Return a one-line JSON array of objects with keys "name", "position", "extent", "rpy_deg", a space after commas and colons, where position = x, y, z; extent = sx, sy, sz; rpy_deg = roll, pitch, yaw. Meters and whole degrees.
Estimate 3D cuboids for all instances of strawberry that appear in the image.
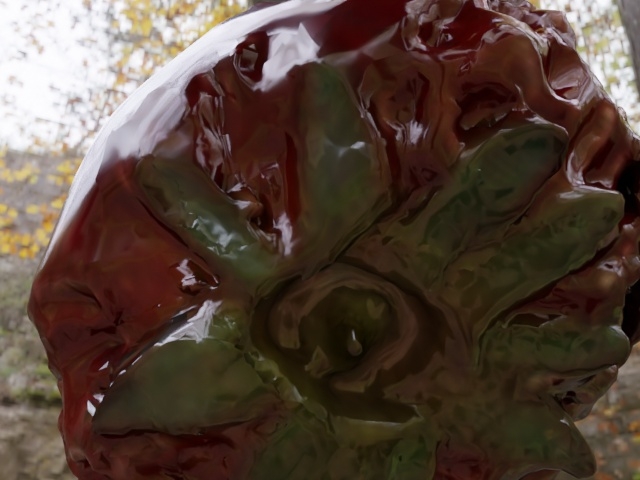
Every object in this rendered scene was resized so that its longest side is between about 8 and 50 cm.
[{"name": "strawberry", "position": [0.000, 0.000, 0.624], "extent": [0.295, 0.345, 0.317], "rpy_deg": [14, -74, -18]}]
